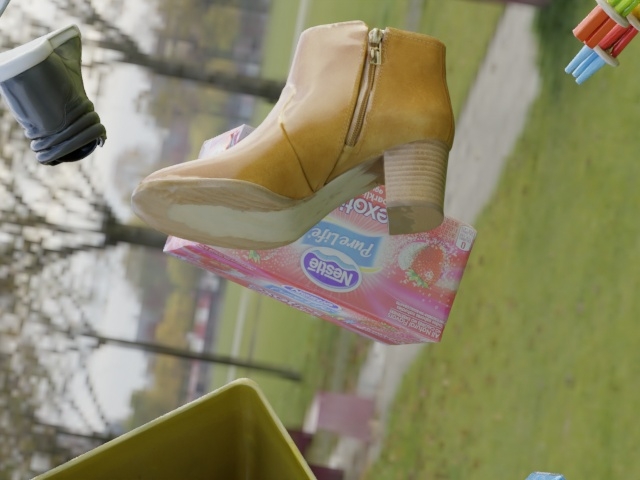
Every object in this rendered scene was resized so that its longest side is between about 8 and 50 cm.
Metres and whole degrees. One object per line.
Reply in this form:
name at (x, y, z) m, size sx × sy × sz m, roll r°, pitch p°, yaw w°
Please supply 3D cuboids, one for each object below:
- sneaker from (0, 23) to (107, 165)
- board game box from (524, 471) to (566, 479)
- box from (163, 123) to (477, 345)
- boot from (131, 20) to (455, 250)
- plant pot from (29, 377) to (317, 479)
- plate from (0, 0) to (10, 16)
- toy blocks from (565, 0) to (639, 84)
sneaker at (-0.315, -0.169, 2.002) m, size 0.296 × 0.104 × 0.147 m, roll -97°, pitch -18°, yaw -76°
board game box at (0.189, 0.402, 1.368) m, size 0.308 × 0.302 × 0.086 m, roll -46°, pitch 2°, yaw -11°
box at (0.000, 0.000, 1.875) m, size 0.154 × 0.300 × 0.142 m, roll -13°, pitch 56°, yaw 68°
boot at (-0.024, -0.105, 1.557) m, size 0.104 × 0.295 × 0.211 m, roll 93°, pitch 176°, yaw -58°
plant pot at (-0.095, 0.279, 1.373) m, size 0.212 × 0.212 × 0.187 m, roll 55°, pitch 162°, yaw 31°
plate at (-0.314, -0.096, 1.265) m, size 0.277 × 0.045 × 0.278 m, roll -58°, pitch 16°, yaw 1°
toy blocks at (0.317, -0.234, 1.850) m, size 0.148 × 0.054 × 0.123 m, roll -46°, pitch -21°, yaw 21°
